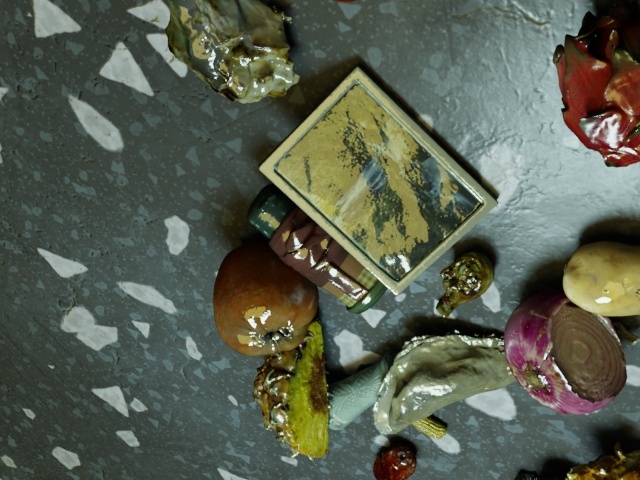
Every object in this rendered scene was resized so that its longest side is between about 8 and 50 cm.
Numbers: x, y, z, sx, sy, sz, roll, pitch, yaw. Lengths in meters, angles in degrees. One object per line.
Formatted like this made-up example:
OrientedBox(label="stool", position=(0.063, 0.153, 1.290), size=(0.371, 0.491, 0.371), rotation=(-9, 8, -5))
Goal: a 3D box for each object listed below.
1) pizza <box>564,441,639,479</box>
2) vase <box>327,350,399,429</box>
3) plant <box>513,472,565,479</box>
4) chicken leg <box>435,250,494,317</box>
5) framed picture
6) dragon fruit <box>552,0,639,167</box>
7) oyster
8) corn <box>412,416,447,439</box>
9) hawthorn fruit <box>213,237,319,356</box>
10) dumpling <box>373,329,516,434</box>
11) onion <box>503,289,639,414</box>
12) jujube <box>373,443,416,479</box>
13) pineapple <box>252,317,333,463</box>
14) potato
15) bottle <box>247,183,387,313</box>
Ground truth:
OrientedBox(label="pizza", position=(0.539, 0.471, 1.769), size=(0.229, 0.081, 0.289), rotation=(27, 110, -17))
OrientedBox(label="vase", position=(0.088, 0.295, 1.935), size=(0.096, 0.096, 0.219), rotation=(42, 132, -11))
OrientedBox(label="plant", position=(0.446, 0.554, 1.937), size=(0.164, 0.142, 0.256), rotation=(23, 146, 9))
OrientedBox(label="chicken leg", position=(0.238, 0.081, 1.691), size=(0.093, 0.070, 0.178), rotation=(8, 149, -11))
OrientedBox(label="framed picture", position=(0.093, -0.091, 1.575), size=(0.324, 0.020, 0.240), rotation=(44, 108, -12))
OrientedBox(label="dragon fruit", position=(0.398, -0.212, 1.260), size=(0.192, 0.274, 0.193), rotation=(-12, 161, -11))
OrientedBox(label="oyster", position=(-0.156, -0.345, 1.482), size=(0.198, 0.133, 0.337), rotation=(-6, 129, 22))
OrientedBox(label="corn", position=(0.213, 0.370, 1.970), size=(0.092, 0.037, 0.037), rotation=(36, 135, -2))
OrientedBox(label="hawthorn fruit", position=(-0.114, 0.086, 1.785), size=(0.199, 0.251, 0.199), rotation=(-17, 144, -13))
OrientedBox(label="dumpling", position=(0.215, 0.257, 1.778), size=(0.332, 0.086, 0.166), rotation=(-31, 114, 19))
OrientedBox(label="onion", position=(0.396, 0.189, 1.626), size=(0.207, 0.200, 0.200), rotation=(32, 137, -19))
OrientedBox(label="jujube", position=(0.156, 0.481, 2.070), size=(0.077, 0.077, 0.129), rotation=(32, 141, -1))
OrientedBox(label="pineapple", position=(-0.083, 0.285, 1.898), size=(0.158, 0.161, 0.334), rotation=(19, 121, 34))
OrientedBox(label="potato", position=(0.469, 0.061, 1.516), size=(0.178, 0.109, 0.118), rotation=(3, 94, 19))
OrientedBox(label="bottle", position=(0.000, 0.000, 1.695), size=(0.271, 0.143, 0.156), rotation=(36, 174, -9))
